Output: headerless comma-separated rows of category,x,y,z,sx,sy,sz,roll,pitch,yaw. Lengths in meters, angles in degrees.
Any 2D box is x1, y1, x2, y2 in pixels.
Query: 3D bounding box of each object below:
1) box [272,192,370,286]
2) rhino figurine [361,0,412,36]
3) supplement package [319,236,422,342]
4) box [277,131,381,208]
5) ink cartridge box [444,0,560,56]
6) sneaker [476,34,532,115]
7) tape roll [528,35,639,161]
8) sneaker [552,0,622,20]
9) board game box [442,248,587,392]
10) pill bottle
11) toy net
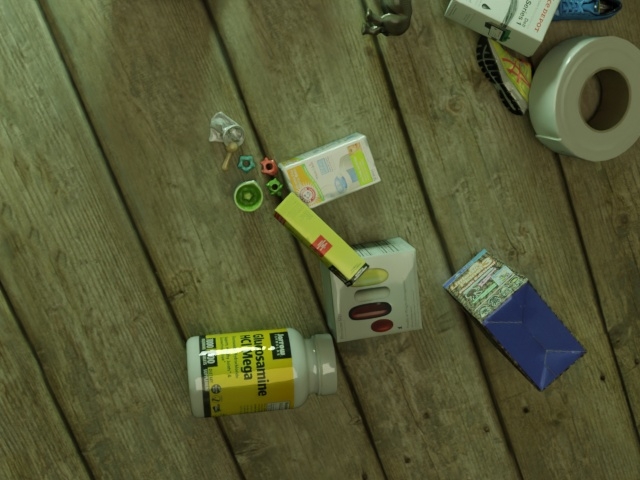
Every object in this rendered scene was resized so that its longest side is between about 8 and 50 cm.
box,0.000,0.000,1.833,0.232,0.087,0.058,44,80,-1
rhino figurine,0.162,-0.570,1.877,0.106,0.073,0.244,8,99,-6
supplement package,0.115,0.112,1.974,0.203,0.149,0.194,-9,102,-7
box,0.018,-0.155,1.926,0.203,0.103,0.114,-21,104,-4
ink cartridge box,0.410,-0.531,1.873,0.219,0.092,0.160,25,80,-1
sneaker,0.437,-0.397,1.960,0.094,0.081,0.209,-38,111,-7
tape roll,0.624,-0.327,1.955,0.286,0.100,0.286,-6,106,-22
sneaker,0.587,-0.539,1.946,0.209,0.082,0.069,-3,104,-7
board game box,0.442,0.177,1.966,0.141,0.291,0.232,-41,104,2
pill bottle,-0.136,0.300,1.956,0.333,0.188,0.188,-5,103,-8
toy net,-0.171,-0.186,1.920,0.122,0.045,0.232,-24,104,-3
